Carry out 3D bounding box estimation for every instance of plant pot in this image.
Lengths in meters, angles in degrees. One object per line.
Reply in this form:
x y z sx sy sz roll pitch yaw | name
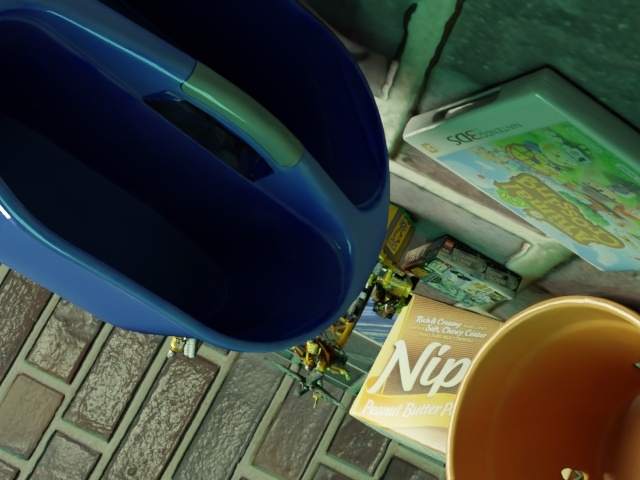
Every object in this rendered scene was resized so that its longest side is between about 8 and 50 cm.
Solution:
0.297 0.214 0.997 0.203 0.291 0.291 16 177 -36 | plant pot

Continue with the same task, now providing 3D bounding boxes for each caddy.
-0.096 -0.071 0.665 0.341 0.241 0.179 36 154 -34 | caddy

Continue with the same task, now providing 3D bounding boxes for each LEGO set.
-0.076 0.040 1.069 0.331 0.192 0.255 30 146 1 | LEGO set

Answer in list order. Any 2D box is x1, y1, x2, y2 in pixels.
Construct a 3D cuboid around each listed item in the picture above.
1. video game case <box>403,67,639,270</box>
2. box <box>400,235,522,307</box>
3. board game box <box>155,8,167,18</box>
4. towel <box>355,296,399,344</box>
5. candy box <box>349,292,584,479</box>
0.184 -0.039 0.726 0.212 0.023 0.193 31 168 -16 | video game case
0.148 0.036 1.103 0.094 0.027 0.137 28 168 -8 | box
-0.144 -0.198 0.762 0.168 0.033 0.133 26 168 5 | board game box
0.187 0.166 1.561 0.336 0.040 0.243 30 166 -20 | towel
0.208 0.197 1.264 0.316 0.183 0.087 16 162 43 | candy box
